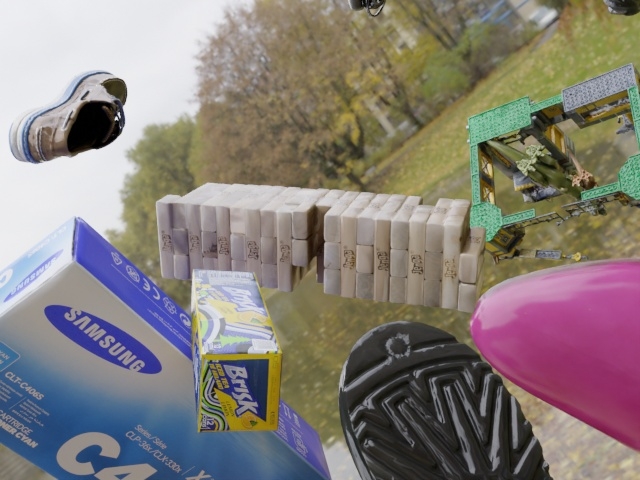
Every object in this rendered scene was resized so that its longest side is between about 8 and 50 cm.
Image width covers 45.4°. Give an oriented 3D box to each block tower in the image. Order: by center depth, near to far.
[{"bbox_3d":[0.000,0.000,0.804,0.336,0.091,0.097,5,19,16],"label":"block tower"}]

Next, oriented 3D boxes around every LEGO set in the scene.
[{"bbox_3d":[0.364,-0.087,1.070,0.331,0.255,0.192,-26,-34,32],"label":"LEGO set"}]

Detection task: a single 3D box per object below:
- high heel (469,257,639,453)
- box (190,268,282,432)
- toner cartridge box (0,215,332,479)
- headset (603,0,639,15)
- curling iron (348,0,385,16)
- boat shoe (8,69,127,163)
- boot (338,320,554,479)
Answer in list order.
[{"bbox_3d":[0.244,0.127,0.333,0.127,0.377,0.181,105,178,-54],"label":"high heel"},{"bbox_3d":[-0.066,0.075,0.563,0.054,0.059,0.169,1,16,-11],"label":"box"},{"bbox_3d":[-0.153,0.153,0.673,0.165,0.348,0.075,-36,33,8],"label":"toner cartridge box"},{"bbox_3d":[0.213,-0.379,0.637,0.243,0.394,0.185,-5,33,38],"label":"headset"},{"bbox_3d":[0.030,-0.357,0.763,0.035,0.274,0.068,8,44,28],"label":"curling iron"},{"bbox_3d":[-0.239,-0.124,0.791,0.183,0.066,0.066,-63,-22,-53],"label":"boat shoe"},{"bbox_3d":[0.095,0.263,0.628,0.131,0.348,0.260,-17,-24,-23],"label":"boot"}]
